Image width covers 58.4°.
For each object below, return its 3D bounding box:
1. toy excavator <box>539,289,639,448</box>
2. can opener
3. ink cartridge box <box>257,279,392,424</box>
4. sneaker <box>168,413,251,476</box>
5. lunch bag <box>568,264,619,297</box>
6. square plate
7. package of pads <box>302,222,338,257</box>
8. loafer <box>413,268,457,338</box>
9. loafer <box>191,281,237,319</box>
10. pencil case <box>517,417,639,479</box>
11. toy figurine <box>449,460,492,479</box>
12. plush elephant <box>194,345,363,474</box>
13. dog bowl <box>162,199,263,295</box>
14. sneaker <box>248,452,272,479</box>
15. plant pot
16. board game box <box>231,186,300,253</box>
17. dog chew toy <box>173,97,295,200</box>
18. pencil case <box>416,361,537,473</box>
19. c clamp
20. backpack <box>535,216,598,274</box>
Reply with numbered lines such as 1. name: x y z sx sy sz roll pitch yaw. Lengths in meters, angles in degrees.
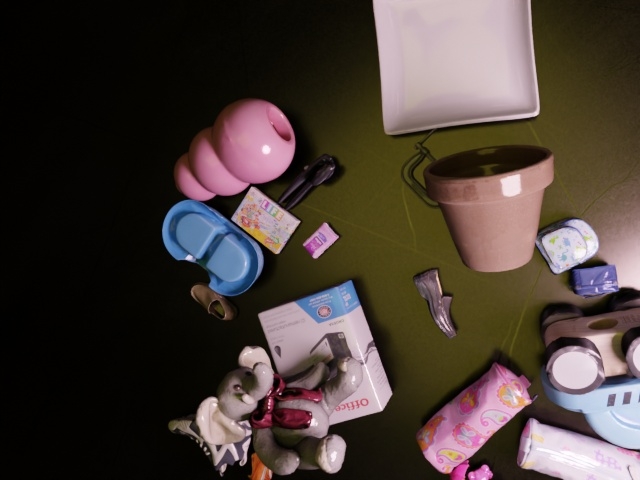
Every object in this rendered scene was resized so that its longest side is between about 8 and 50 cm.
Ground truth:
1. toy excavator: 0.698 0.341 1.167 0.433 0.222 0.445 -14 102 20
2. can opener: -0.038 -0.146 1.425 0.186 0.073 0.059 -36 91 25
3. ink cartridge box: 0.012 0.279 1.396 0.223 0.129 0.307 -21 88 18
4. sneaker: -0.295 0.548 1.526 0.235 0.094 0.153 -2 84 7
5. lunch bag: 0.587 0.090 1.235 0.098 0.067 0.065 -10 84 19
6. square plate: 0.303 -0.432 1.304 0.344 0.049 0.347 -5 92 18
7. package of pads: 0.000 0.000 1.434 0.083 0.032 0.050 -44 78 15
8. loafer: 0.281 0.147 1.342 0.061 0.062 0.170 -29 86 12
9. loafer: -0.288 0.161 1.524 0.148 0.050 0.056 31 102 13
10. pencil case: 0.569 0.481 1.238 0.273 0.124 0.113 16 98 17
11. toy figurine: 0.371 0.587 1.324 0.173 0.130 0.159 -22 76 -4
12. plush elephant: -0.105 0.349 1.231 0.255 0.272 0.330 39 133 -13
13. dog bowl: -0.274 0.016 1.499 0.297 0.074 0.166 38 103 13
14. sneaker: -0.148 0.560 1.500 0.067 0.064 0.175 24 97 25
15. plant pot: 0.365 -0.062 1.221 0.263 0.263 0.229 -6 108 18
16. board game box: -0.142 -0.052 1.478 0.154 0.026 0.103 37 103 12
17. dog chew toy: -0.227 -0.205 1.414 0.332 0.206 0.206 -27 85 25
18. pencil case: 0.350 0.402 1.307 0.124 0.124 0.284 45 104 10
19. c clamp: 0.264 -0.162 1.347 0.137 0.022 0.160 -39 81 16
20. backpack: 0.536 0.008 1.240 0.114 0.084 0.105 -30 86 14
